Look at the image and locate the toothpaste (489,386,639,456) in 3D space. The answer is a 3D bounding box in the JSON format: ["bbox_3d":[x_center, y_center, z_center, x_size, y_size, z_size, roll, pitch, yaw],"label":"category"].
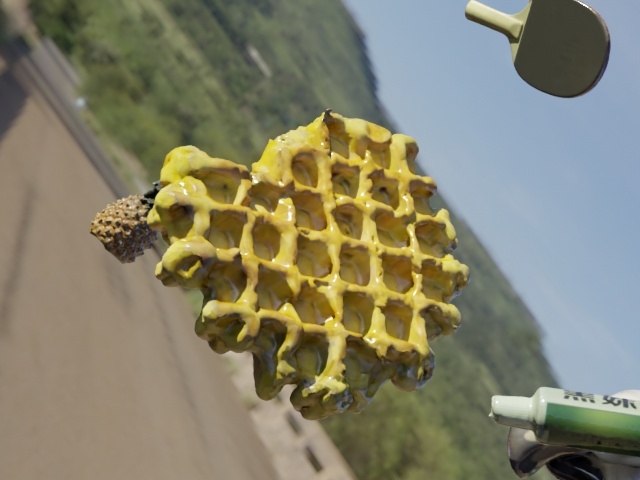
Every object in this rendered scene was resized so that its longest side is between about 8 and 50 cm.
[{"bbox_3d":[0.196,0.107,0.896,0.049,0.204,0.031,-76,173,-65],"label":"toothpaste"}]

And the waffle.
[{"bbox_3d":[0.000,0.000,1.164,0.249,0.253,0.056,43,-39,-13],"label":"waffle"}]

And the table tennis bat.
[{"bbox_3d":[0.189,-0.181,1.424,0.013,0.087,0.156,-7,29,-46],"label":"table tennis bat"}]

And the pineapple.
[{"bbox_3d":[-0.143,-0.037,1.412,0.058,0.124,0.058,46,5,-5],"label":"pineapple"}]

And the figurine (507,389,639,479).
[{"bbox_3d":[0.205,0.196,0.973,0.145,0.145,0.222,56,23,-57],"label":"figurine"}]
